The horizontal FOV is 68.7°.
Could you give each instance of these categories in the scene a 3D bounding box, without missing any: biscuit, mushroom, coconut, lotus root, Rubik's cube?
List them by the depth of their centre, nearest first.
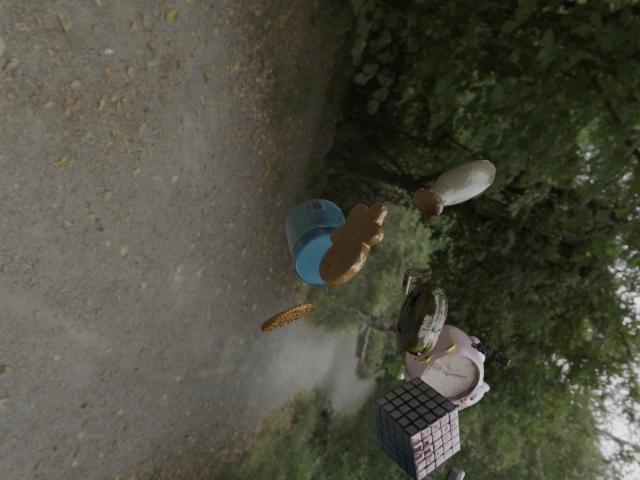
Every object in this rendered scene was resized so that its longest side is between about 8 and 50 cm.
[{"bbox_3d":[0.452,-0.181,1.566,0.350,0.128,0.128,-29,145,-29],"label":"mushroom"},{"bbox_3d":[0.119,0.012,1.712,0.052,0.275,0.355,40,65,-28],"label":"biscuit"},{"bbox_3d":[0.365,0.281,1.713,0.160,0.152,0.275,8,-108,59],"label":"lotus root"},{"bbox_3d":[0.363,0.708,1.785,0.238,0.237,0.237,-20,116,-26],"label":"Rubik's cube"},{"bbox_3d":[-0.141,0.331,2.010,0.253,0.035,0.254,-24,165,-7],"label":"biscuit"},{"bbox_3d":[0.375,0.648,2.303,0.096,0.087,0.088,-62,167,-2],"label":"coconut"}]

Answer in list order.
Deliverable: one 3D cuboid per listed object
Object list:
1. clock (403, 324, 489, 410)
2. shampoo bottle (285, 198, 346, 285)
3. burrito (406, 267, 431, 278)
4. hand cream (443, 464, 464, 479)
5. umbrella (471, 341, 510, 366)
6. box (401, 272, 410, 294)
[{"bbox_3d":[0.565,0.573,2.101,0.377,0.368,0.250,58,10,-21],"label":"clock"},{"bbox_3d":[0.000,0.000,2.409,0.343,0.331,0.331,-109,-156,-52],"label":"shampoo bottle"},{"bbox_3d":[0.429,0.140,2.003,0.055,0.149,0.041,18,80,-35],"label":"burrito"},{"bbox_3d":[0.420,0.899,1.606,0.255,0.079,0.048,-48,144,-34],"label":"hand cream"},{"bbox_3d":[0.622,0.413,1.713,0.040,0.143,0.037,-31,144,-56],"label":"umbrella"},{"bbox_3d":[0.365,0.184,2.005,0.046,0.012,0.083,-123,-141,-66],"label":"box"}]
